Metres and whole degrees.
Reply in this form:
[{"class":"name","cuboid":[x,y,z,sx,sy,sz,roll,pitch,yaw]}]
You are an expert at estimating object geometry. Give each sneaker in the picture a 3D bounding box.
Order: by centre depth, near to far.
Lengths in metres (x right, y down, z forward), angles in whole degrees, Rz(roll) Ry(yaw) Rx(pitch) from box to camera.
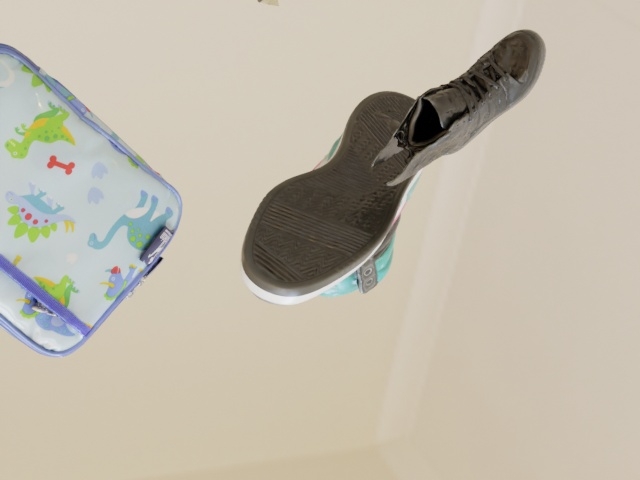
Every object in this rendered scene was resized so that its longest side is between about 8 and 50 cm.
[{"class":"sneaker","cuboid":[0.120,-0.116,1.259,0.170,0.089,0.051,-46,-107,23]},{"class":"sneaker","cuboid":[0.000,0.000,1.360,0.123,0.295,0.178,32,-45,10]}]

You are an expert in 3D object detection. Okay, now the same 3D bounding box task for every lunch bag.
[{"class":"lunch bag","cuboid":[-0.227,-0.028,1.101,0.176,0.219,0.090,-48,-154,-7]}]

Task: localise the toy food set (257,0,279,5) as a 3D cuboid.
[{"class":"toy food set","cuboid":[-0.040,-0.245,1.117,0.122,0.078,0.019,-61,-143,20]}]
